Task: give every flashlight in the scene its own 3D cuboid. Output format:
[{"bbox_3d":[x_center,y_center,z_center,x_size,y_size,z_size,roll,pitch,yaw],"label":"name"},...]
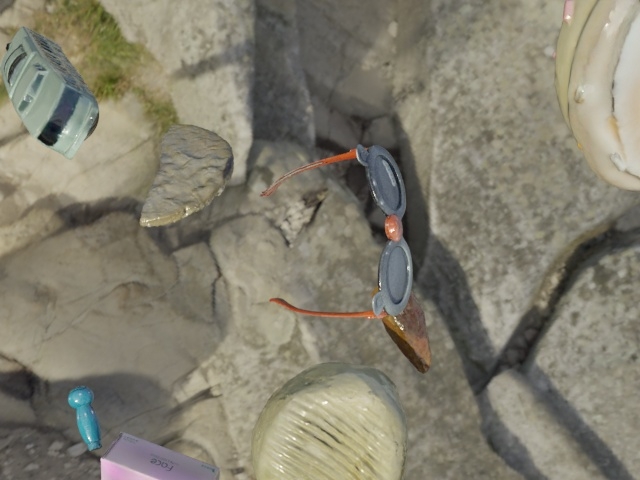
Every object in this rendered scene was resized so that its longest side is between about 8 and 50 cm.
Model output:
[{"bbox_3d":[-0.463,0.351,1.703,0.051,0.051,0.129,-9,73,-33],"label":"flashlight"}]

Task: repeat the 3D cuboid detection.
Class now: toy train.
[{"bbox_3d":[-0.191,-0.107,0.599,0.047,0.207,0.043,26,100,-33],"label":"toy train"}]

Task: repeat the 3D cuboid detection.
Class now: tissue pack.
[{"bbox_3d":[-0.350,0.530,1.873,0.246,0.148,0.092,16,34,13],"label":"tissue pack"}]

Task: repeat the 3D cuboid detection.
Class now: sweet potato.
[{"bbox_3d":[0.192,0.185,1.926,0.097,0.097,0.251,-39,112,-37],"label":"sweet potato"}]

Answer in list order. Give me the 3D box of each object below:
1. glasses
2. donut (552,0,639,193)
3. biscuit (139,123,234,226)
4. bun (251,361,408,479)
[{"bbox_3d":[0.000,0.000,1.211,0.118,0.268,0.234,-2,84,-55],"label":"glasses"},{"bbox_3d":[0.444,-0.234,1.013,0.383,0.382,0.142,7,33,-28],"label":"donut"},{"bbox_3d":[-0.204,-0.110,1.377,0.133,0.032,0.250,-2,43,6],"label":"biscuit"},{"bbox_3d":[0.016,0.424,1.802,0.326,0.234,0.362,11,99,-10],"label":"bun"}]
